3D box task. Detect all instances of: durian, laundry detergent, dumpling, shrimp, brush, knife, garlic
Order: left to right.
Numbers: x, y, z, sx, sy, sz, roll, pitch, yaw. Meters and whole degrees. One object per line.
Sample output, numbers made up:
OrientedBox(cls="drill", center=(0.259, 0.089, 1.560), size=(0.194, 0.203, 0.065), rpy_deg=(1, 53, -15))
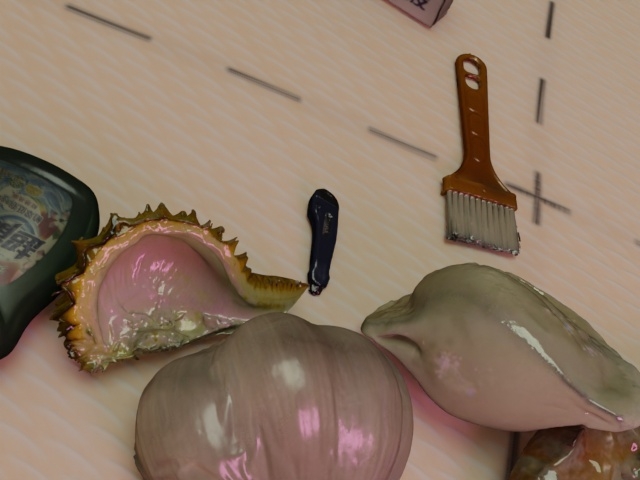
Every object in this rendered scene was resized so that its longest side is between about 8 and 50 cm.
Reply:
OrientedBox(cls="laundry detergent", center=(-0.281, 0.027, 0.657), size=(0.144, 0.078, 0.221), rpy_deg=(25, 53, 1))
OrientedBox(cls="durian", center=(-0.118, 0.037, 0.702), size=(0.224, 0.078, 0.140), rpy_deg=(3, 98, -31))
OrientedBox(cls="garlic", center=(-0.018, 0.134, 0.634), size=(0.230, 0.142, 0.178), rpy_deg=(-4, 55, -33))
OrientedBox(cls="knife", center=(0.000, 0.000, 0.812), size=(0.031, 0.018, 0.121), rpy_deg=(18, 52, -16))
OrientedBox(cls="brush", center=(0.181, -0.116, 0.965), size=(0.090, 0.017, 0.314), rpy_deg=(15, 52, -13))
OrientedBox(cls="dumpling", center=(0.172, 0.086, 0.735), size=(0.252, 0.131, 0.179), rpy_deg=(15, 23, 31))
OrientedBox(cls="shrimp", center=(0.309, 0.232, 0.724), size=(0.360, 0.085, 0.246), rpy_deg=(-25, 76, -29))

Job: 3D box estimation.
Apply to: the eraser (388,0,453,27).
OrientedBox(cls="eraser", center=(0.089, -0.382, 1.053), size=(0.210, 0.124, 0.068), rpy_deg=(34, 52, 7))
